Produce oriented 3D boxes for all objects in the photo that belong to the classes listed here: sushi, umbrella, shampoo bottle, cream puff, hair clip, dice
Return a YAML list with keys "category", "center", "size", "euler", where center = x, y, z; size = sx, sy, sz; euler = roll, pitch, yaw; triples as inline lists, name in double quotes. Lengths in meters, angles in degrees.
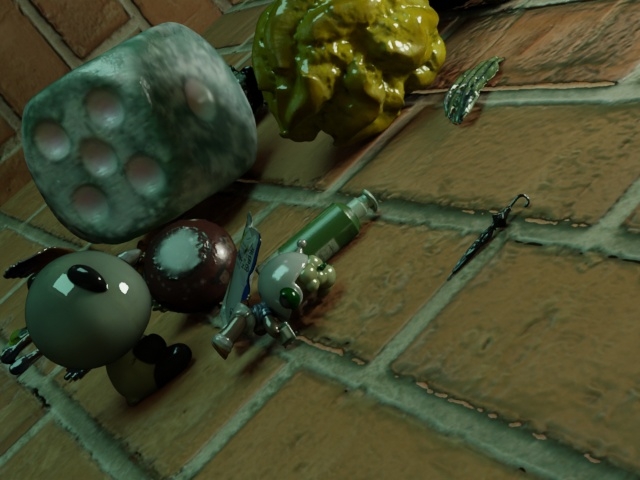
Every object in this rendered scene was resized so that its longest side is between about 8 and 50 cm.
- category: "sushi"
  center: [-0.194, -0.325, 2.509]
  size: [0.147, 0.115, 0.212]
  euler: [-45, 23, -8]
- category: "umbrella"
  center: [0.203, -0.007, 1.368]
  size: [0.149, 0.022, 0.022]
  euler: [-42, -16, -9]
- category: "shampoo bottle"
  center: [0.000, 0.000, 1.624]
  size: [0.204, 0.065, 0.065]
  euler: [-40, 21, -6]
- category: "cream puff"
  center: [0.049, -0.292, 1.883]
  size: [0.291, 0.324, 0.257]
  euler: [151, 126, -64]
- category: "hair clip"
  center: [-0.563, 0.160, 2.224]
  size: [0.188, 0.033, 0.060]
  euler: [-41, 19, -1]
- category: "dice"
  center: [-0.351, -0.202, 2.139]
  size: [0.348, 0.330, 0.328]
  euler: [-26, 10, 30]

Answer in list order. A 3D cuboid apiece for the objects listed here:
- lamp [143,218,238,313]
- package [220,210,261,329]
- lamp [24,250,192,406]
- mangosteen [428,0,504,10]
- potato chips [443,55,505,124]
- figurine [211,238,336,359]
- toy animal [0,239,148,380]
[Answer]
- category: "lamp"
  center: [-0.204, 0.045, 1.769]
  size: [0.157, 0.135, 0.156]
  euler: [-3, 65, 15]
- category: "package"
  center: [-0.116, 0.054, 1.609]
  size: [0.173, 0.027, 0.171]
  euler: [-119, 46, -75]
- category: "lamp"
  center: [-0.318, 0.124, 1.622]
  size: [0.198, 0.244, 0.197]
  euler: [-33, 26, 19]
- category: "mangosteen"
  center: [0.234, -0.610, 2.125]
  size: [0.381, 0.421, 0.381]
  euler: [-60, -11, -20]
- category: "potato chips"
  center: [0.238, -0.239, 1.774]
  size: [0.092, 0.028, 0.207]
  euler: [-21, 25, 40]
- category: "figurine"
  center: [-0.060, 0.090, 1.502]
  size: [0.197, 0.093, 0.147]
  euler: [-52, 2, -13]
- category: "toy animal"
  center: [-0.432, 0.123, 2.036]
  size: [0.302, 0.225, 0.284]
  euler: [-35, -3, -30]
